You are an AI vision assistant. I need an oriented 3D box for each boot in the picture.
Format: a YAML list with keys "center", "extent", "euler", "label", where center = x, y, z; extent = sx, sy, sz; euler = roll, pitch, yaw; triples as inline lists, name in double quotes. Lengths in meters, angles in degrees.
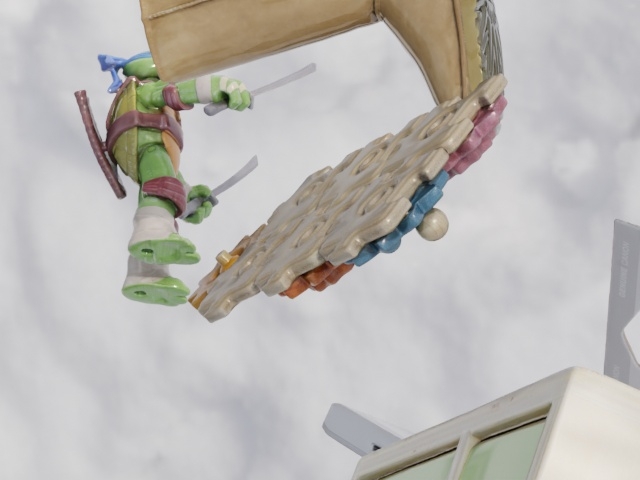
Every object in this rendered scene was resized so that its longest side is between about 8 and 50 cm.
- center: [-0.001, -0.163, 1.409]
  extent: [0.269, 0.089, 0.236]
  euler: [-12, 68, 16]
  label: "boot"

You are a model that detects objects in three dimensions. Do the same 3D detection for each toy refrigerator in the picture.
- center: [0.067, 0.129, 0.711]
  extent: [0.269, 0.094, 0.102]
  euler: [139, 153, -71]
  label: "toy refrigerator"

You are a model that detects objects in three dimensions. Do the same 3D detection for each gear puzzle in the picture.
- center: [0.000, 0.000, 1.275]
  extent: [0.044, 0.175, 0.339]
  euler: [47, 145, -12]
  label: "gear puzzle"

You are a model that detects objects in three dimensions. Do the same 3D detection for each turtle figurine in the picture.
- center: [-0.118, -0.072, 1.899]
  extent: [0.198, 0.274, 0.266]
  euler: [-27, 48, 41]
  label: "turtle figurine"

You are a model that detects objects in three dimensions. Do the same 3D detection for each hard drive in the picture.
- center: [0.197, 0.300, 2.231]
  extent: [0.233, 0.353, 0.047]
  euler: [25, 90, 52]
  label: "hard drive"

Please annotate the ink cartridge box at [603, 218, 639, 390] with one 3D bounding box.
- center: [0.401, 0.106, 1.716]
  extent: [0.261, 0.066, 0.296]
  euler: [21, 141, 24]
  label: "ink cartridge box"
